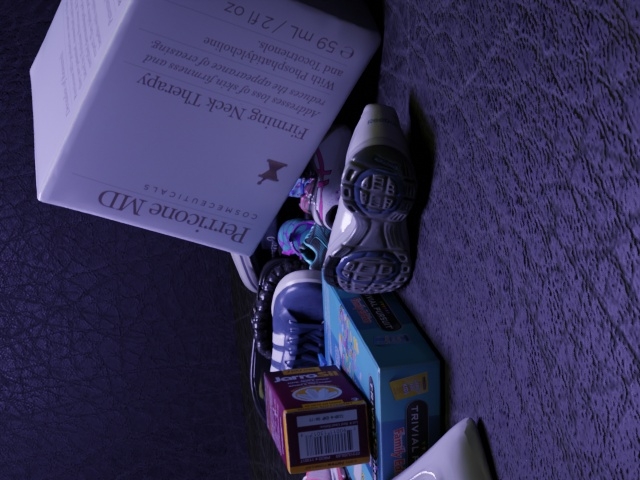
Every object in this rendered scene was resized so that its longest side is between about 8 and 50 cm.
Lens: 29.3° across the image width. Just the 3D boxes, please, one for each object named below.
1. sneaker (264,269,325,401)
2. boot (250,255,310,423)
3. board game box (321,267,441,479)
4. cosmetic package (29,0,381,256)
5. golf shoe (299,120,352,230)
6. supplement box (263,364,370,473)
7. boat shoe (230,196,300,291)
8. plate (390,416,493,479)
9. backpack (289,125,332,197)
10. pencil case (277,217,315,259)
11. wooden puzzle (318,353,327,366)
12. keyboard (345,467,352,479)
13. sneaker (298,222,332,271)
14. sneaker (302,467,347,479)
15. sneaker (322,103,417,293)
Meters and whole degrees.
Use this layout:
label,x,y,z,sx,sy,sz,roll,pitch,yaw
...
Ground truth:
label,x,y,z,sx,sy,sz,roll,pitch,yaw
sneaker,-0.021,0.197,1.916,0.350,0.131,0.148,93,-178,-47
boot,-0.058,0.197,2.156,0.260,0.131,0.347,-144,49,-81
board game box,0.076,0.207,1.608,0.336,0.079,0.253,-122,27,-67
cosmetic package,-0.176,-0.254,1.690,0.393,0.329,0.327,-58,31,29
golf shoe,0.027,-0.093,1.800,0.086,0.067,0.186,41,143,26
supplement box,-0.008,0.224,1.564,0.188,0.104,0.080,-141,46,-76
boat shoe,-0.112,-0.052,2.325,0.500,0.156,0.186,79,174,-58
plate,0.115,0.371,1.328,0.278,0.045,0.277,-50,43,47
backpack,-0.034,-0.145,1.921,0.173,0.117,0.158,92,168,-50
pencil case,-0.035,-0.004,2.142,0.152,0.065,0.070,-168,98,-80
wooden puzzle,0.014,0.222,1.704,0.078,0.014,0.116,-139,44,-69
keyboard,0.054,0.327,1.941,0.317,0.033,0.201,-115,22,-59
sneaker,0.000,0.000,1.920,0.166,0.076,0.065,-106,16,-46
sneaker,-0.011,0.464,2.048,0.116,0.136,0.313,86,172,-46
sneaker,0.069,-0.042,1.519,0.297,0.111,0.129,102,175,-50
